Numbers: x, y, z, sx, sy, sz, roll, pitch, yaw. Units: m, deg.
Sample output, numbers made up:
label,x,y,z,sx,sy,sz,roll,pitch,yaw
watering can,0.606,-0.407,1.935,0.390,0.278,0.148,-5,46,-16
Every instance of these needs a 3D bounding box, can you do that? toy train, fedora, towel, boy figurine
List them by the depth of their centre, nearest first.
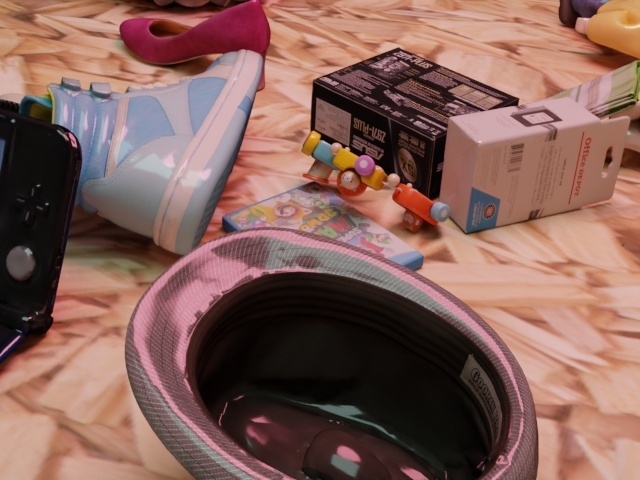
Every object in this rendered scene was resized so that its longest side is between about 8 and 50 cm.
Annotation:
label,x,y,z,sx,sy,sz,roll,pitch,yaw
fedora,0.006,0.122,0.650,0.275,0.124,0.244,23,41,14
toy train,0.045,-0.055,0.974,0.166,0.046,0.125,31,1,44
towel,0.286,-0.155,1.092,0.152,0.023,0.113,-22,23,31
boy figurine,0.444,-0.286,1.305,0.177,0.092,0.285,-9,37,-17

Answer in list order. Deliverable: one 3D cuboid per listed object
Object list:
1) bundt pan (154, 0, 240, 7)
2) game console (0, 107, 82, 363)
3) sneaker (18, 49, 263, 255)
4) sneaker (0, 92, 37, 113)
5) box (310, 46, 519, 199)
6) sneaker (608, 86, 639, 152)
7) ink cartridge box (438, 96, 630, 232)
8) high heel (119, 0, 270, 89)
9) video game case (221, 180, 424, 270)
label,x,y,z,sx,sy,sz,roll,pitch,yaw
bundt pan,-0.190,-0.451,1.473,0.330,0.124,0.331,1,35,-1
game console,-0.373,-0.001,0.774,0.293,0.250,0.173,17,10,19
sneaker,-0.179,-0.130,0.973,0.208,0.127,0.319,18,34,-3
sneaker,-0.278,-0.131,1.064,0.161,0.057,0.075,15,33,11
box,0.101,-0.135,1.072,0.180,0.078,0.147,31,44,34
sneaker,0.440,-0.063,0.962,0.147,0.145,0.385,-18,29,-13
ink cartridge box,0.216,-0.081,0.979,0.180,0.104,0.060,-12,36,-21
high heel,-0.166,-0.277,1.225,0.244,0.117,0.082,28,42,31
video game case,0.000,0.000,0.925,0.119,0.015,0.166,-23,42,-32
